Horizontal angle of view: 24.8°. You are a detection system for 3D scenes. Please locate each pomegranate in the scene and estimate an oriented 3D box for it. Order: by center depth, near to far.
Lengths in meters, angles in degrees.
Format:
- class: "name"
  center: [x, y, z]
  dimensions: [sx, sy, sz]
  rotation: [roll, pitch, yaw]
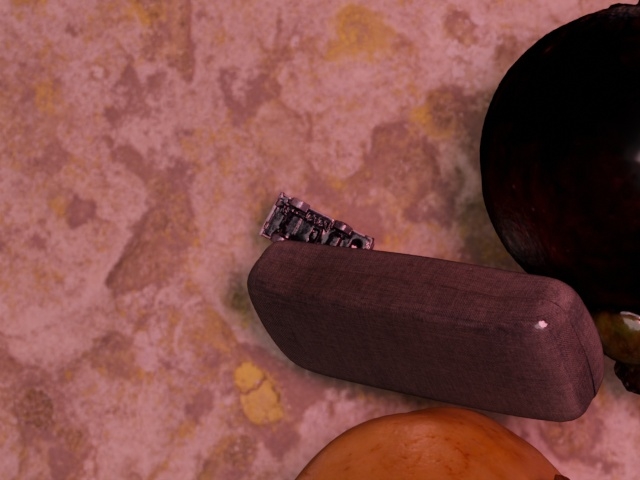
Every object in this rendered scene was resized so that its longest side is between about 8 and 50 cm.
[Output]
- class: "pomegranate"
  center: [0.092, 0.290, 1.238]
  dimensions: [0.307, 0.307, 0.307]
  rotation: [-1, 84, 7]

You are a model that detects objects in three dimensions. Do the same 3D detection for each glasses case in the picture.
- class: "glasses case"
  center: [0.086, 0.076, 1.266]
  dimensions: [0.323, 0.131, 0.074]
  rotation: [8, 52, 37]

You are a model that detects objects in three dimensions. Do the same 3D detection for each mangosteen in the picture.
- class: "mangosteen"
  center: [0.293, -0.052, 1.228]
  dimensions: [0.330, 0.330, 0.330]
  rotation: [-1, 84, 7]

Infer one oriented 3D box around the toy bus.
- class: "toy bus"
  center: [0.000, 0.000, 1.380]
  dimensions: [0.102, 0.058, 0.052]
  rotation: [27, 89, 14]
